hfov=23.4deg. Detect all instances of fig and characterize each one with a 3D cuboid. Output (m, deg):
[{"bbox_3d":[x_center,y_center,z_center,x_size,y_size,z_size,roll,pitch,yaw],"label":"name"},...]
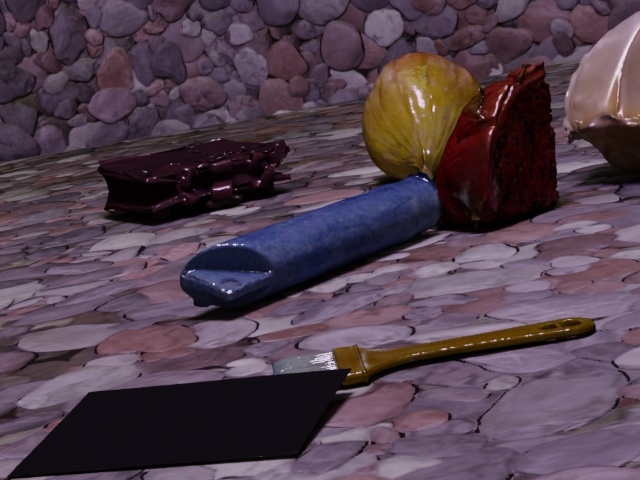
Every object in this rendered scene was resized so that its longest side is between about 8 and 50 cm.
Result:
[{"bbox_3d":[0.121,-0.121,1.816,0.159,0.159,0.257,-8,27,11],"label":"fig"}]

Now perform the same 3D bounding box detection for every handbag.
[{"bbox_3d":[-0.164,-0.080,1.993,0.203,0.074,0.216,-16,13,-27],"label":"handbag"}]

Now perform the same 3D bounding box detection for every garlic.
[{"bbox_3d":[0.391,-0.163,1.556,0.185,0.203,0.281,28,-16,-13],"label":"garlic"}]

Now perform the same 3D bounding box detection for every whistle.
[{"bbox_3d":[0.000,0.000,1.384,0.062,0.062,0.304,-2,13,42],"label":"whistle"}]

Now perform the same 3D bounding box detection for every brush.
[{"bbox_3d":[0.075,0.074,1.031,0.218,0.010,0.082,-9,9,-1],"label":"brush"}]

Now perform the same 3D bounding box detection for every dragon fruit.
[{"bbox_3d":[0.156,-0.093,1.512,0.127,0.161,0.120,-4,5,-45],"label":"dragon fruit"}]

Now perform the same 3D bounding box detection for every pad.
[{"bbox_3d":[-0.084,0.112,0.957,0.190,0.004,0.127,-8,16,19],"label":"pad"}]
